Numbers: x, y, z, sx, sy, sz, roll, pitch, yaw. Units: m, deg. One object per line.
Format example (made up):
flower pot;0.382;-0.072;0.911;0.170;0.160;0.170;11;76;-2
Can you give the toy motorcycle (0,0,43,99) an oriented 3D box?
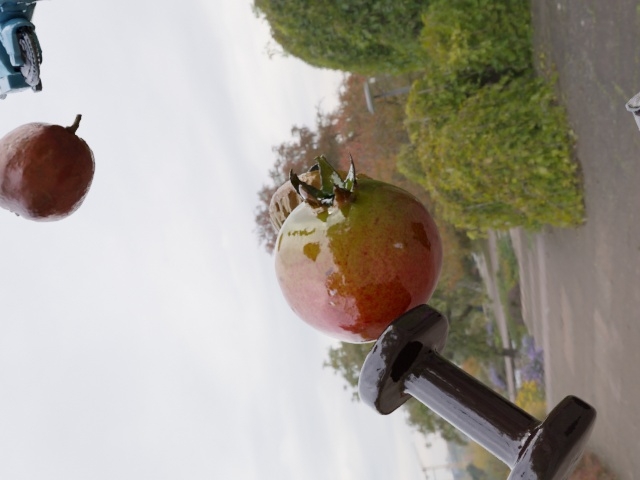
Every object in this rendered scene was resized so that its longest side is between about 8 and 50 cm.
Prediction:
toy motorcycle;-0.469;-0.304;0.894;0.123;0.272;0.182;-20;-75;-37

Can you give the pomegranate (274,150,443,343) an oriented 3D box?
pomegranate;0.039;0.011;0.804;0.221;0.221;0.257;-82;-32;-66

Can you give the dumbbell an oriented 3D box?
dumbbell;0.160;0.175;0.651;0.140;0.225;0.124;-23;-46;-41

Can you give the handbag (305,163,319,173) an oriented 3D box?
handbag;0.000;0.003;1.413;0.191;0.075;0.332;-55;-38;-50

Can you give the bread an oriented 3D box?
bread;0.020;-0.031;1.097;0.240;0.240;0.139;62;-151;-61

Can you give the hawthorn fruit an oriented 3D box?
hawthorn fruit;-0.582;-0.164;1.312;0.253;0.205;0.205;-61;-9;3

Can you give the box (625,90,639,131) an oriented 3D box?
box;0.618;-0.193;0.894;0.188;0.252;0.153;32;-136;-16
